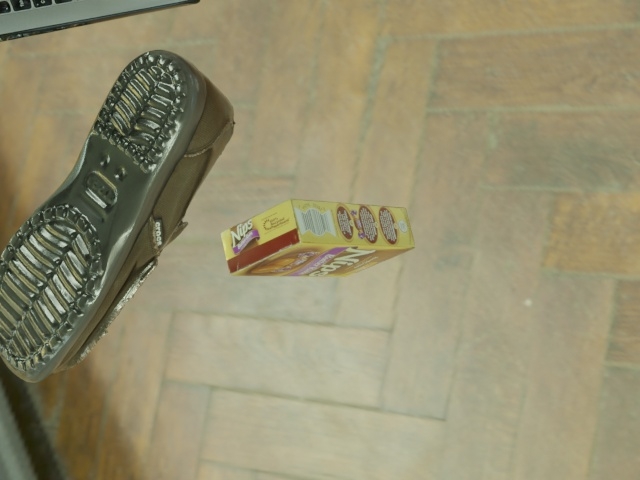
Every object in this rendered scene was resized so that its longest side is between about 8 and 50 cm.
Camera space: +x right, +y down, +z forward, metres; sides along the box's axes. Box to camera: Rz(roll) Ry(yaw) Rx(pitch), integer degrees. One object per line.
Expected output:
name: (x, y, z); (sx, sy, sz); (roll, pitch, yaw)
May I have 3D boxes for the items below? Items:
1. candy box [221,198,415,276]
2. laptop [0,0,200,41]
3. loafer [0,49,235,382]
candy box: (0.000, 0.000, 1.544); (0.109, 0.186, 0.053); (-25, 74, 39)
laptop: (-0.348, -0.421, 1.460); (0.382, 0.408, 0.236); (67, 155, 19)
loafer: (-0.189, -0.008, 1.408); (0.134, 0.130, 0.366); (48, 111, 31)
